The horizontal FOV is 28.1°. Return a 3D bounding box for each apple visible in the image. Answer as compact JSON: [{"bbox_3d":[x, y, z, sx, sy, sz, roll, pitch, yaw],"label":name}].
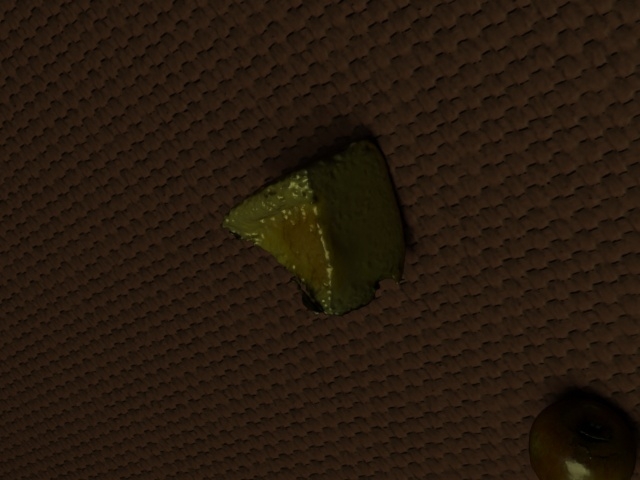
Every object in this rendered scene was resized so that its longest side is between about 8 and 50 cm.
[{"bbox_3d":[0.270,0.225,1.336,0.114,0.099,0.102,29,138,14],"label":"apple"}]

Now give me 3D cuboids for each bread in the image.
[{"bbox_3d":[0.000,0.000,1.352,0.169,0.140,0.160,-23,94,51],"label":"bread"}]
